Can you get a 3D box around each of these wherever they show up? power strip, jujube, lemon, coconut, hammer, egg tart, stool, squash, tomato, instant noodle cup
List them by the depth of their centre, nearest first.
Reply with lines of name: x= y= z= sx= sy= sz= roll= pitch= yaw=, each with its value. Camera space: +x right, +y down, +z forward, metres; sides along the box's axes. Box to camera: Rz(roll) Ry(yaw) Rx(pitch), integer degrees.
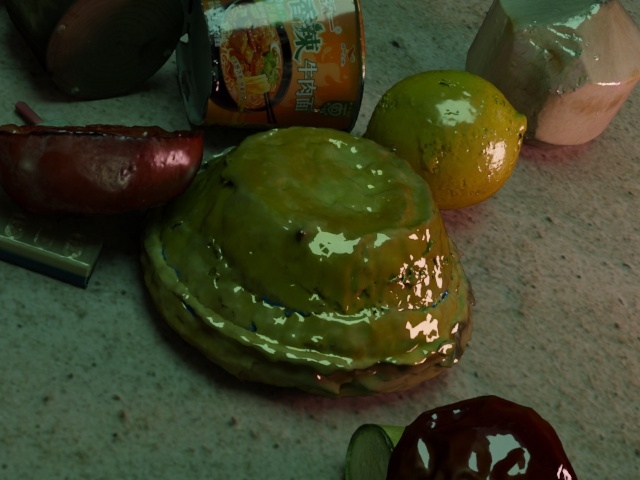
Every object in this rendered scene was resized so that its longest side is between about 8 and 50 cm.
jujube: x=0.151 y=0.261 z=1.243 sx=0.174 sy=0.174 sz=0.250 roll=-23 pitch=94 yaw=-42
squash: x=0.132 y=0.218 z=1.395 sx=0.224 sy=0.094 sz=0.094 roll=0 pitch=44 yaw=-36
power strip: x=-0.288 y=0.002 z=1.458 sx=0.123 sy=0.032 sz=0.056 roll=19 pitch=38 yaw=-5
tomato: x=-0.233 y=-0.071 z=1.473 sx=0.228 sy=0.101 sz=0.228 roll=-2 pitch=7 yaw=0
egg tart: x=0.000 y=0.000 z=1.511 sx=0.388 sy=0.169 sz=0.388 roll=12 pitch=37 yaw=-9
hammer: x=-0.317 y=-0.133 z=1.600 sx=0.052 sy=0.031 sz=0.083 roll=-18 pitch=48 yaw=-43
instant noodle cup: x=-0.066 y=-0.227 z=1.692 sx=0.182 sy=0.230 sz=0.230 roll=-5 pitch=47 yaw=-19
stool: x=-0.298 y=-0.317 z=1.696 sx=0.179 sy=0.179 sz=0.264 roll=-12 pitch=52 yaw=-36
lemon: x=0.142 y=-0.120 z=1.702 sx=0.206 sy=0.173 sz=0.173 roll=-10 pitch=47 yaw=-8
coconut: x=0.312 y=-0.245 z=1.884 sx=0.241 sy=0.241 sz=0.241 roll=14 pitch=40 yaw=-12
